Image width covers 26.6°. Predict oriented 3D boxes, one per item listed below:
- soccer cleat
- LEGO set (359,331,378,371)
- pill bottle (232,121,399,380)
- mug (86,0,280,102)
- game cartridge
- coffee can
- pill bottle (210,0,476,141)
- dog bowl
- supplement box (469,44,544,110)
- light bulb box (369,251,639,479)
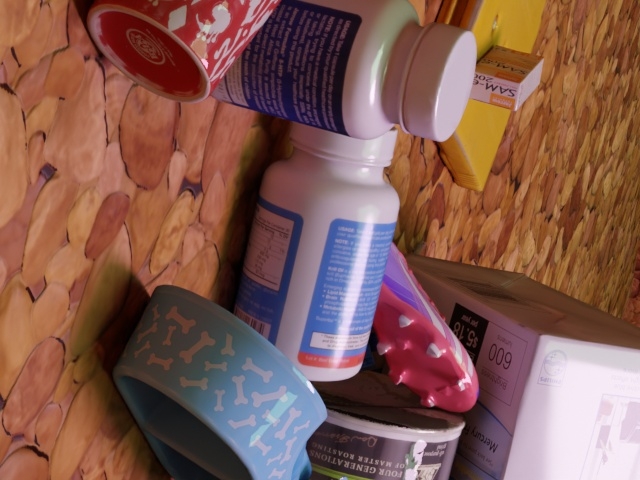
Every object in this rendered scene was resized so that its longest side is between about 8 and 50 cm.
[{"bbox_3d":[0.074,0.056,1.298,0.083,0.248,0.095,-39,-173,44],"label":"soccer cleat"},{"bbox_3d":[0.053,0.060,1.397,0.093,0.087,0.227,78,-3,-76],"label":"LEGO set"},{"bbox_3d":[0.000,0.000,1.178,0.124,0.124,0.221,-17,123,-67],"label":"pill bottle"},{"bbox_3d":[-0.083,-0.191,0.869,0.169,0.150,0.113,-60,-166,-22],"label":"mug"},{"bbox_3d":[0.203,-0.238,1.660,0.323,0.053,0.285,50,58,-70],"label":"game cartridge"},{"bbox_3d":[0.012,0.279,1.330,0.201,0.201,0.275,-7,112,-69],"label":"coffee can"},{"bbox_3d":[0.015,-0.136,1.009,0.112,0.187,0.112,-53,152,-44],"label":"pill bottle"},{"bbox_3d":[-0.073,0.150,1.067,0.074,0.166,0.297,-51,153,-23],"label":"dog bowl"},{"bbox_3d":[0.213,-0.188,1.553,0.098,0.062,0.036,-46,149,-54],"label":"supplement box"},{"bbox_3d":[0.188,0.235,1.483,0.225,0.358,0.361,10,98,-26],"label":"light bulb box"}]
